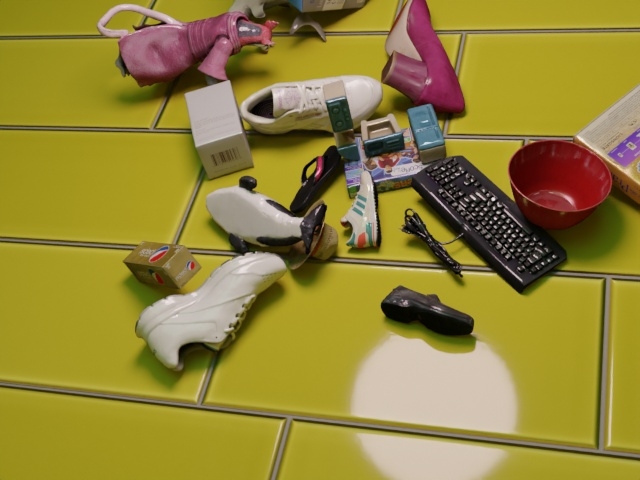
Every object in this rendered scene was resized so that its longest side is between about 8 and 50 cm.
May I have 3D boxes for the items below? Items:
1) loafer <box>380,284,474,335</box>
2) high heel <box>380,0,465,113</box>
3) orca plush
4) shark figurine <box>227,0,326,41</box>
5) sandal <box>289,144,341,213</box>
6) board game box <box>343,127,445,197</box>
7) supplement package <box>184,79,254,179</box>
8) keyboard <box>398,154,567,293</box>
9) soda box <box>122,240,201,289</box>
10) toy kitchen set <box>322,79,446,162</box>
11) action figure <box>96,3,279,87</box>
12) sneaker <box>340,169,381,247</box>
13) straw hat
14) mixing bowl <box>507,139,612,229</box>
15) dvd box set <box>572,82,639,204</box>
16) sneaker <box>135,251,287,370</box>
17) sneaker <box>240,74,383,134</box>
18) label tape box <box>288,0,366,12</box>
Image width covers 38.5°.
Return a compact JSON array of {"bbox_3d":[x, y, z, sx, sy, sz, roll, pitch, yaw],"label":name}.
[{"bbox_3d":[0.191,0.116,1.586,0.170,0.062,0.061,17,52,24],"label":"loafer"},{"bbox_3d":[0.238,-0.408,2.013,0.181,0.127,0.377,25,46,-10],"label":"high heel"},{"bbox_3d":[-0.091,-0.055,1.769,0.287,0.151,0.102,-3,5,42],"label":"orca plush"},{"bbox_3d":[-0.093,-0.568,2.206,0.278,0.116,0.166,16,90,35],"label":"shark figurine"},{"bbox_3d":[-0.014,-0.132,1.840,0.067,0.040,0.179,-11,40,53],"label":"sandal"},{"bbox_3d":[0.147,-0.163,1.844,0.201,0.035,0.136,-10,49,6],"label":"board game box"},{"bbox_3d":[-0.216,-0.237,1.951,0.105,0.105,0.179,-17,49,1],"label":"supplement package"},{"bbox_3d":[0.275,-0.025,1.677,0.201,0.033,0.317,-33,57,-14],"label":"keyboard"},{"bbox_3d":[-0.300,0.045,1.719,0.061,0.058,0.181,-47,26,-24],"label":"soda box"},{"bbox_3d":[0.124,-0.233,1.773,0.207,0.166,0.122,-14,49,3],"label":"toy kitchen set"},{"bbox_3d":[-0.262,-0.461,2.058,0.370,0.276,0.248,-9,42,25],"label":"action figure"},{"bbox_3d":[0.072,-0.059,1.748,0.075,0.057,0.161,-8,67,10],"label":"sneaker"},{"bbox_3d":[0.000,0.000,1.725,0.061,0.144,0.145,26,49,-20],"label":"straw hat"},{"bbox_3d":[0.422,-0.086,1.648,0.181,0.098,0.181,0,49,0],"label":"mixing bowl"},{"bbox_3d":[0.709,-0.139,1.622,0.307,0.062,0.420,-38,59,-12],"label":"dvd box set"},{"bbox_3d":[-0.181,0.129,1.659,0.297,0.111,0.129,-33,66,-8],"label":"sneaker"},{"bbox_3d":[-0.022,-0.277,1.900,0.305,0.152,0.114,-10,88,13],"label":"sneaker"},{"bbox_3d":[-0.067,-0.634,2.116,0.333,0.106,0.240,-19,54,-45],"label":"label tape box"}]
